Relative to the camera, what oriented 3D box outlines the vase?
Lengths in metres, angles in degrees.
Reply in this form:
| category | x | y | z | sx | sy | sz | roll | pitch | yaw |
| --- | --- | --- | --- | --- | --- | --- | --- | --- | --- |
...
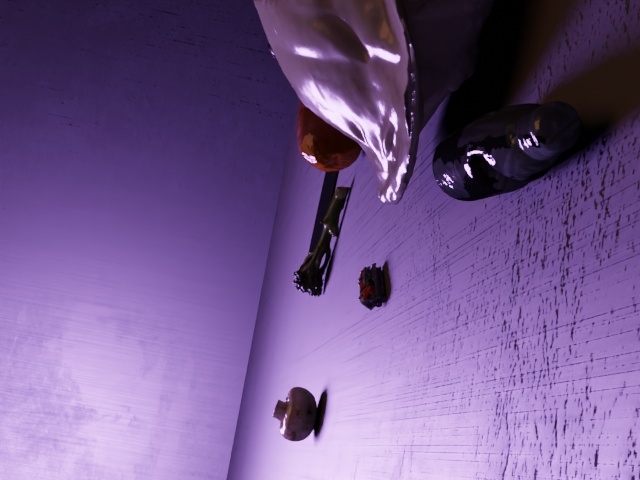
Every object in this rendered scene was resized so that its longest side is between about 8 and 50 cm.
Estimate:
| category | x | y | z | sx | sy | sz | roll | pitch | yaw |
| --- | --- | --- | --- | --- | --- | --- | --- | --- | --- |
| vase | 0.130 | -0.064 | 0.684 | 0.211 | 0.060 | 0.060 | 158 | 123 | -83 |

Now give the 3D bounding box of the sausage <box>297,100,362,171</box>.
| category | x | y | z | sx | sy | sz | roll | pitch | yaw |
| --- | --- | --- | --- | --- | --- | --- | --- | --- | --- |
| sausage | 0.018 | -0.206 | 1.640 | 0.259 | 0.113 | 0.113 | -85 | 9 | -51 |

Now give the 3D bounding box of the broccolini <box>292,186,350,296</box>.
| category | x | y | z | sx | sy | sz | roll | pitch | yaw |
| --- | --- | --- | --- | --- | --- | --- | --- | --- | --- |
| broccolini | -0.001 | -0.001 | 1.688 | 0.067 | 0.058 | 0.216 | -84 | 9 | -59 |

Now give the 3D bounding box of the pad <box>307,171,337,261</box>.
| category | x | y | z | sx | sy | sz | roll | pitch | yaw |
| --- | --- | --- | --- | --- | --- | --- | --- | --- | --- |
| pad | 0.009 | -0.076 | 1.952 | 0.202 | 0.005 | 0.300 | -131 | 52 | -82 |

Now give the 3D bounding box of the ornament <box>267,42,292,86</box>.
| category | x | y | z | sx | sy | sz | roll | pitch | yaw |
| --- | --- | --- | --- | --- | --- | --- | --- | --- | --- |
| ornament | 0.023 | -0.220 | 1.271 | 0.153 | 0.196 | 0.166 | 112 | 169 | -54 |

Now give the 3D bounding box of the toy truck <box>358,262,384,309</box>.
| category | x | y | z | sx | sy | sz | roll | pitch | yaw |
| --- | --- | --- | --- | --- | --- | --- | --- | --- | --- |
| toy truck | 0.063 | 0.058 | 1.192 | 0.032 | 0.024 | 0.083 | -43 | 19 | 23 |

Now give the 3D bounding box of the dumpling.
| category | x | y | z | sx | sy | sz | roll | pitch | yaw |
| --- | --- | --- | --- | --- | --- | --- | --- | --- | --- |
| dumpling | 0.050 | -0.203 | 0.942 | 0.315 | 0.233 | 0.395 | -93 | 2 | -55 |

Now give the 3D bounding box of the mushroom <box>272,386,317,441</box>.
| category | x | y | z | sx | sy | sz | roll | pitch | yaw |
| --- | --- | --- | --- | --- | --- | --- | --- | --- | --- |
| mushroom | -0.039 | 0.268 | 1.509 | 0.083 | 0.067 | 0.083 | -163 | 90 | -88 |
